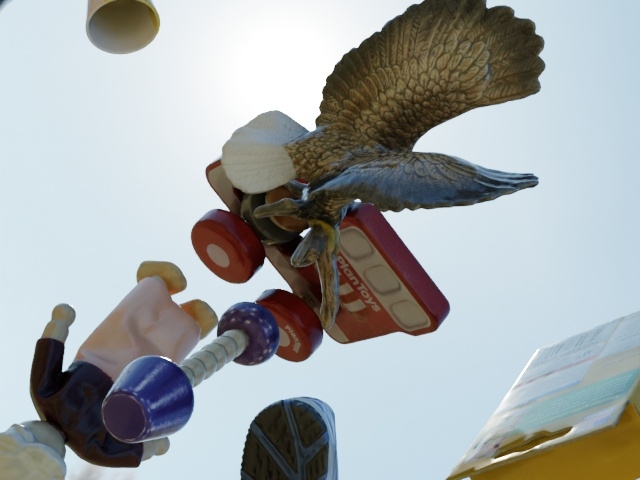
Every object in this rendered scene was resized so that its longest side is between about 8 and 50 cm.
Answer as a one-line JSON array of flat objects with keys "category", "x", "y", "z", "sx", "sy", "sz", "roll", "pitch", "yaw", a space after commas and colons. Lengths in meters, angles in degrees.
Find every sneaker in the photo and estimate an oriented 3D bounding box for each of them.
[{"category": "sneaker", "x": -0.023, "y": 0.209, "z": 0.944, "sx": 0.080, "sy": 0.081, "sz": 0.211, "roll": 17, "pitch": -81, "yaw": 13}]

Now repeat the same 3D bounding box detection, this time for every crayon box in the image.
[{"category": "crayon box", "x": 0.278, "y": 0.180, "z": 1.390, "sx": 0.203, "sy": 0.323, "sz": 0.083, "roll": -26, "pitch": -84, "yaw": 33}]

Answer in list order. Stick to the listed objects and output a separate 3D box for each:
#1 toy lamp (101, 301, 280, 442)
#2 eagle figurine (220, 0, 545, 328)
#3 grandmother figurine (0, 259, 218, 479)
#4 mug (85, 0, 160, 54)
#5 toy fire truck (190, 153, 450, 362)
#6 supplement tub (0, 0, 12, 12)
[{"category": "toy lamp", "x": -0.123, "y": 0.127, "z": 1.288, "sx": 0.080, "sy": 0.274, "sz": 0.080, "roll": 4, "pitch": -79, "yaw": 20}, {"category": "eagle figurine", "x": 0.072, "y": -0.087, "z": 1.302, "sx": 0.226, "sy": 0.225, "sz": 0.298, "roll": 58, "pitch": -38, "yaw": 8}, {"category": "grandmother figurine", "x": -0.251, "y": 0.172, "z": 1.515, "sx": 0.208, "sy": 0.342, "sz": 0.104, "roll": 46, "pitch": -42, "yaw": -2}, {"category": "mug", "x": -0.164, "y": -0.204, "z": 1.138, "sx": 0.062, "sy": 0.078, "sz": 0.064, "roll": 70, "pitch": 2, "yaw": -51}, {"category": "toy fire truck", "x": 0.000, "y": 0.000, "z": 1.635, "sx": 0.302, "sy": 0.169, "sz": 0.254, "roll": 54, "pitch": -35, "yaw": -12}, {"category": "supplement tub", "x": -0.360, "y": -0.220, "z": 0.926, "sx": 0.207, "sy": 0.338, "sz": 0.207, "roll": 164, "pitch": -90, "yaw": -73}]
